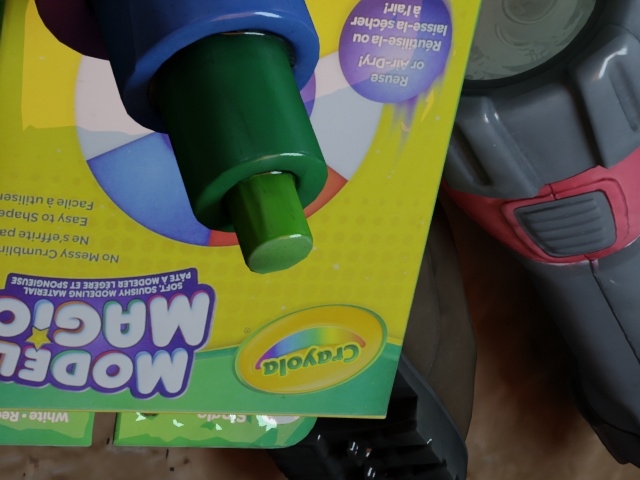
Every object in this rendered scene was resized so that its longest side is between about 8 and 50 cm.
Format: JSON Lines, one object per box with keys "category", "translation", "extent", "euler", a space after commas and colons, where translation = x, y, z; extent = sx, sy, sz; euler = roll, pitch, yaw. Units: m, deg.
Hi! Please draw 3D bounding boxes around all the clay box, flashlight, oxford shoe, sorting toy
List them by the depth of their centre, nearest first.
{"category": "sorting toy", "translation": [-0.163, 0.010, 0.365], "extent": [0.365, 0.126, 0.127], "euler": [-16, 152, -6]}
{"category": "clay box", "translation": [-0.030, -0.035, 0.495], "extent": [0.127, 0.053, 0.222], "euler": [3, 110, -22]}
{"category": "oxford shoe", "translation": [0.000, 0.000, 0.631], "extent": [0.227, 0.083, 0.096], "euler": [69, 30, -47]}
{"category": "flashlight", "translation": [0.102, -0.010, 0.673], "extent": [0.103, 0.103, 0.304], "euler": [-49, 147, -7]}
